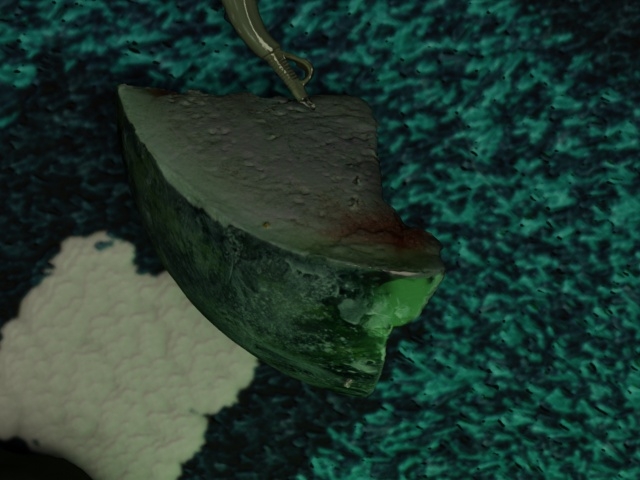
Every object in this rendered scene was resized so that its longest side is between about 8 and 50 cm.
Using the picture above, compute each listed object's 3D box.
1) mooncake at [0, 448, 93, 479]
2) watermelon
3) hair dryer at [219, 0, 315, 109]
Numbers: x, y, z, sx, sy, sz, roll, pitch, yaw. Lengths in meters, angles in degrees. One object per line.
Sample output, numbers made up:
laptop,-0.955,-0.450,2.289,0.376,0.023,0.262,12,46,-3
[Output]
mooncake,-0.278,0.338,1.081,0.356,0.194,0.356,-2,100,-12
watermelon,0.000,0.000,1.063,0.213,0.320,0.289,-53,142,-22
hair dryer,-0.101,-0.177,1.044,0.167,0.067,0.199,-14,94,8
